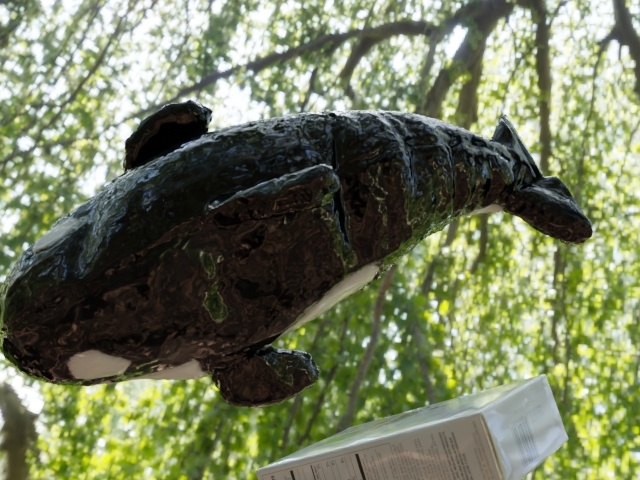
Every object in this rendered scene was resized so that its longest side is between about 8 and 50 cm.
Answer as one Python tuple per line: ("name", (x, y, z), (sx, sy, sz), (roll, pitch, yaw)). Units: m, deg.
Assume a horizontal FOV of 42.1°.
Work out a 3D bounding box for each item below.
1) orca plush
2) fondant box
("orca plush", (0.000, 0.000, 0.375), (0.287, 0.151, 0.102), (-3, -5, -16))
("fondant box", (0.119, 0.275, 1.069), (0.330, 0.096, 0.238), (-22, -9, 31))
